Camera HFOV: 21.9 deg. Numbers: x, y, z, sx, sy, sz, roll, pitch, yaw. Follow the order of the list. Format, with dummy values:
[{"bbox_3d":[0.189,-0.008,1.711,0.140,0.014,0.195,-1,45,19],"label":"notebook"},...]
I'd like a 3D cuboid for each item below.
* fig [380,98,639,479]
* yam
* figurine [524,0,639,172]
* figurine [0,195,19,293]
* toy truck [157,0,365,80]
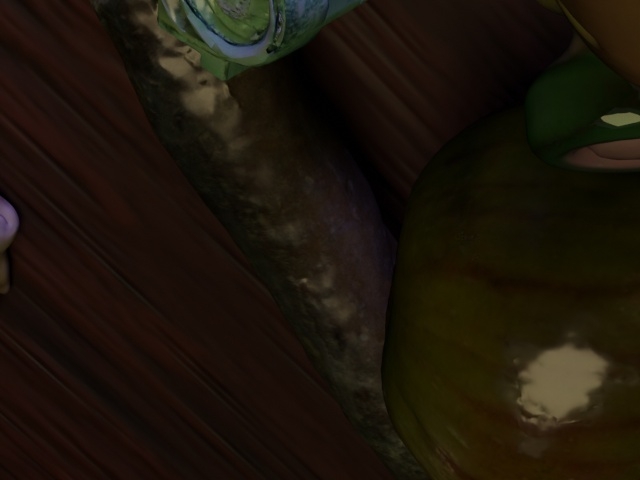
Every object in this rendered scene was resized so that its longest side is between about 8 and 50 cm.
[{"bbox_3d":[0.148,0.032,0.541,0.259,0.151,0.151,7,127,11],"label":"fig"},{"bbox_3d":[0.000,0.000,0.620,0.061,0.061,0.274,-16,120,27],"label":"yam"},{"bbox_3d":[0.140,-0.096,0.366,0.222,0.324,0.124,-3,81,16],"label":"figurine"},{"bbox_3d":[-0.155,0.019,0.687,0.047,0.050,0.083,23,129,-7],"label":"figurine"},{"bbox_3d":[-0.010,-0.184,0.464,0.135,0.128,0.259,28,135,29],"label":"toy truck"}]
